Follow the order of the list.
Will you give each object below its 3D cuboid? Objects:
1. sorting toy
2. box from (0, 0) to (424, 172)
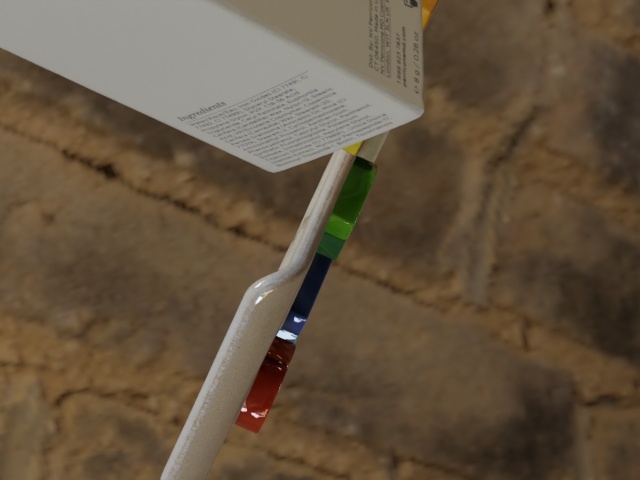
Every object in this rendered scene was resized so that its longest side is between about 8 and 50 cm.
[{"bbox_3d":[0.000,0.000,1.199,0.041,0.307,0.229,28,-138,2],"label":"sorting toy"},{"bbox_3d":[-0.078,-0.127,0.915,0.275,0.113,0.094,25,-124,-44],"label":"box"}]
